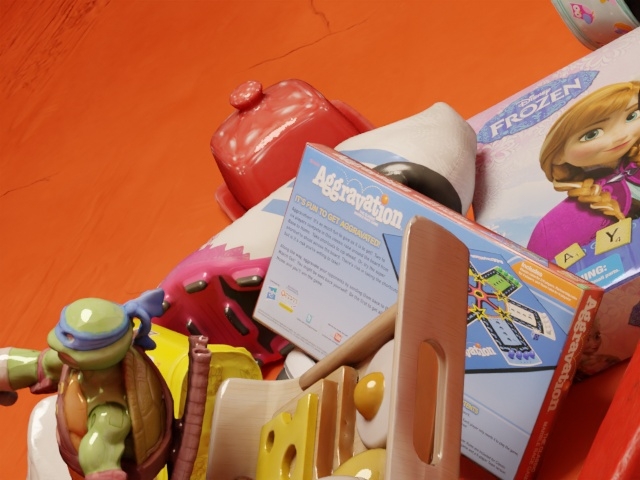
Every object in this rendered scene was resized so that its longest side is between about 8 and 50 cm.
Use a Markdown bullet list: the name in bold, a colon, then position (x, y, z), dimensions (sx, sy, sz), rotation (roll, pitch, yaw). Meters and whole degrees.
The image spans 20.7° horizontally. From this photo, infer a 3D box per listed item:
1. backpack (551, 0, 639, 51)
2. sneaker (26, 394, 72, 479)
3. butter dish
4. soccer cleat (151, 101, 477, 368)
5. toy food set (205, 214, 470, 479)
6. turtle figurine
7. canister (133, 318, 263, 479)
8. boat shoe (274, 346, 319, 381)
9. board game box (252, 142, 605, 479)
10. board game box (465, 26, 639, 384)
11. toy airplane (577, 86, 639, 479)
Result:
- **backpack**: position (0.261, -0.255, 1.490), dimensions (0.144, 0.166, 0.188), rotation (-9, 34, 45)
- **sneaker**: position (-0.209, 0.234, 1.375), dimensions (0.094, 0.080, 0.212), rotation (109, 171, -59)
- **butter dish**: position (-0.043, -0.099, 1.640), dimensions (0.160, 0.118, 0.160), rotation (-37, 29, -3)
- **soccer cleat**: position (0.000, 0.000, 1.427), dimensions (0.331, 0.116, 0.143), rotation (-29, 22, 34)
- **toy food set**: position (-0.007, 0.141, 1.079), dimensions (0.306, 0.092, 0.219), rotation (139, 141, -55)
- **turtle figurine**: position (-0.196, 0.173, 1.188), dimensions (0.198, 0.266, 0.275), rotation (18, 46, 33)
- **canister**: position (-0.120, 0.133, 1.375), dimensions (0.073, 0.126, 0.170), rotation (1, 6, -32)
- **boat shoe**: position (0.007, 0.153, 1.251), dimensions (0.076, 0.080, 0.228), rotation (-53, 30, 11)
- **board game box**: position (0.066, 0.045, 1.229), dimensions (0.281, 0.027, 0.145), rotation (31, 109, 43)
- **board game box**: position (0.264, -0.062, 1.295), dimensions (0.319, 0.066, 0.318), rotation (-28, 29, 15)
- **toy airplane**: position (0.242, 0.112, 0.901), dimensions (0.384, 0.272, 0.386), rotation (118, 172, -53)
